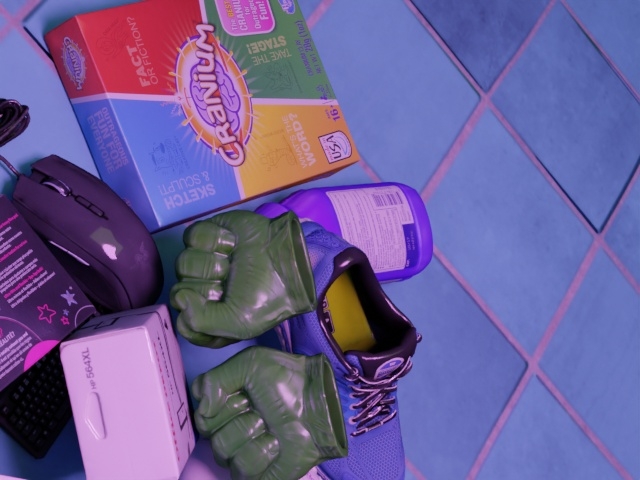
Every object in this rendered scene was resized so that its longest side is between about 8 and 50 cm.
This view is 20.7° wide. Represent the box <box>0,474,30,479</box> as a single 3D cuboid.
[{"bbox_3d":[-0.296,0.273,1.575,0.203,0.114,0.103,18,64,-36],"label":"box"}]

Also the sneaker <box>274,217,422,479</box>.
[{"bbox_3d":[0.031,0.140,1.845,0.130,0.147,0.330,-32,118,-29],"label":"sneaker"}]

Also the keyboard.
[{"bbox_3d":[-0.267,0.117,1.724,0.108,0.023,0.180,46,49,-18],"label":"keyboard"}]

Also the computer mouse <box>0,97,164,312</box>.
[{"bbox_3d":[-0.269,-0.014,1.727,0.262,0.060,0.184,49,49,-6],"label":"computer mouse"}]

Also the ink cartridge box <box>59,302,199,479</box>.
[{"bbox_3d":[-0.177,0.147,1.656,0.086,0.203,0.148,-12,95,1],"label":"ink cartridge box"}]

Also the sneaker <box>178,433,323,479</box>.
[{"bbox_3d":[-0.015,0.281,1.818,0.305,0.114,0.152,31,56,-29],"label":"sneaker"}]

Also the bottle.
[{"bbox_3d":[0.000,0.000,1.953,0.283,0.092,0.118,-7,81,-42],"label":"bottle"}]

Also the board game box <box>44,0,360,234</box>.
[{"bbox_3d":[-0.122,-0.153,1.923,0.316,0.064,0.242,-21,89,-44],"label":"board game box"}]

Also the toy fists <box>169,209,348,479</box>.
[{"bbox_3d":[-0.070,0.105,1.725,0.096,0.142,0.279,27,50,-76],"label":"toy fists"}]

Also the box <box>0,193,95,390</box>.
[{"bbox_3d":[-0.348,0.092,1.531,0.142,0.163,0.247,53,35,-5],"label":"box"}]
